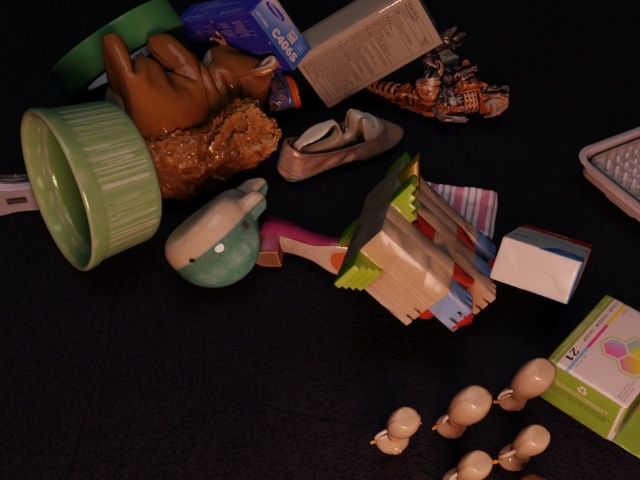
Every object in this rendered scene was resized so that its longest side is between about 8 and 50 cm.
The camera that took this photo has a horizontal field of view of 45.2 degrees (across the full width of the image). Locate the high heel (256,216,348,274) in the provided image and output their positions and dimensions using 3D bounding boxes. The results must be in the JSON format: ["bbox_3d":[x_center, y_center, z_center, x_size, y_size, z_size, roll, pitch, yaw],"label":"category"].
[{"bbox_3d":[0.000,0.000,1.441,0.244,0.082,0.117,-2,44,13],"label":"high heel"}]

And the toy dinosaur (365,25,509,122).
[{"bbox_3d":[0.271,-0.364,1.779,0.322,0.164,0.218,16,59,-3],"label":"toy dinosaur"}]

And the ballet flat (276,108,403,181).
[{"bbox_3d":[0.051,-0.219,1.648,0.316,0.106,0.107,-25,48,-24],"label":"ballet flat"}]

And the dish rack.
[{"bbox_3d":[0.723,-0.129,1.564,0.333,0.072,0.285,-20,47,-19],"label":"dish rack"}]

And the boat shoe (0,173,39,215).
[{"bbox_3d":[-0.638,-0.104,1.563,0.229,0.080,0.076,-7,37,-7],"label":"boat shoe"}]

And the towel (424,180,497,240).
[{"bbox_3d":[0.253,-0.064,1.535,0.197,0.029,0.144,8,45,10],"label":"towel"}]

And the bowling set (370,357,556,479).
[{"bbox_3d":[0.230,0.305,1.085,0.287,0.154,0.199,-13,63,-14],"label":"bowling set"}]

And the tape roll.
[{"bbox_3d":[-0.468,-0.441,1.778,0.321,0.077,0.321,-32,12,8],"label":"tape roll"}]

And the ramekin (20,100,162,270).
[{"bbox_3d":[-0.418,-0.110,1.411,0.148,0.303,0.303,-23,47,-32],"label":"ramekin"}]

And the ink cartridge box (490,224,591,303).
[{"bbox_3d":[0.393,0.034,1.349,0.134,0.078,0.231,20,14,21],"label":"ink cartridge box"}]

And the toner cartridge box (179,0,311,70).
[{"bbox_3d":[-0.189,-0.476,1.786,0.348,0.165,0.075,14,62,50],"label":"toner cartridge box"}]

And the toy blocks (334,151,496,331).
[{"bbox_3d":[0.185,0.033,1.302,0.261,0.191,0.381,41,28,-9],"label":"toy blocks"}]

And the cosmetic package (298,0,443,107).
[{"bbox_3d":[0.104,-0.460,1.772,0.310,0.160,0.113,-27,40,16],"label":"cosmetic package"}]

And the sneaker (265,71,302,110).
[{"bbox_3d":[-0.126,-0.383,1.850,0.087,0.083,0.221,-23,45,-15],"label":"sneaker"}]

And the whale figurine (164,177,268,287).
[{"bbox_3d":[-0.166,-0.015,1.419,0.216,0.141,0.272,-32,13,30],"label":"whale figurine"}]

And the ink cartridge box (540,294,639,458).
[{"bbox_3d":[0.499,0.224,1.173,0.255,0.097,0.189,31,52,31],"label":"ink cartridge box"}]

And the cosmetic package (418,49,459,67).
[{"bbox_3d":[0.298,-0.468,1.957,0.060,0.041,0.115,-20,46,-18],"label":"cosmetic package"}]

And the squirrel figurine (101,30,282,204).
[{"bbox_3d":[-0.243,-0.268,1.642,0.371,0.281,0.397,-20,60,-33],"label":"squirrel figurine"}]
